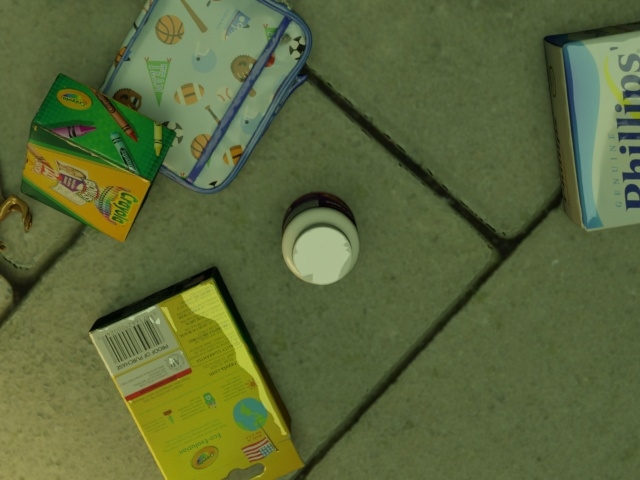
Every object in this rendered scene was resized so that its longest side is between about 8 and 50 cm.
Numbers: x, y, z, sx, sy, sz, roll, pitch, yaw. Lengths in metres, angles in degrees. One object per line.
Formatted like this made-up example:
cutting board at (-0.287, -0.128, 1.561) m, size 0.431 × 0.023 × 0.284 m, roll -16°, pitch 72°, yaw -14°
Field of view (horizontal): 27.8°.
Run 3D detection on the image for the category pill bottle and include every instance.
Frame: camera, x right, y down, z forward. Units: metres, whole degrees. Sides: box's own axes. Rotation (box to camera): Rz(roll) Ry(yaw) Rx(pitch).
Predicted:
pill bottle at (0.000, 0.000, 1.791) m, size 0.108 × 0.193 × 0.108 m, roll 0°, pitch 103°, yaw -1°

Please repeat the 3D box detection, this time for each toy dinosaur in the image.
toy dinosaur at (-0.467, -0.054, 1.836) m, size 0.112 × 0.064 × 0.211 m, roll 12°, pitch 101°, yaw -3°

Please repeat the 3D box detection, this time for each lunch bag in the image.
lunch bag at (-0.154, -0.230, 1.782) m, size 0.243 × 0.115 × 0.303 m, roll 31°, pitch 101°, yaw -10°

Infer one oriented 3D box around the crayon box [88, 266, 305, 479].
crayon box at (-0.177, 0.224, 1.894) m, size 0.202 × 0.081 × 0.318 m, roll -24°, pitch 101°, yaw 4°

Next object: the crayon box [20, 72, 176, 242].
crayon box at (-0.302, -0.103, 1.724) m, size 0.165 × 0.278 × 0.081 m, roll 27°, pitch 68°, yaw -7°

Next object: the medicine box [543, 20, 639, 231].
medicine box at (0.475, -0.171, 1.789) m, size 0.289 × 0.149 × 0.263 m, roll -10°, pitch 102°, yaw 0°
